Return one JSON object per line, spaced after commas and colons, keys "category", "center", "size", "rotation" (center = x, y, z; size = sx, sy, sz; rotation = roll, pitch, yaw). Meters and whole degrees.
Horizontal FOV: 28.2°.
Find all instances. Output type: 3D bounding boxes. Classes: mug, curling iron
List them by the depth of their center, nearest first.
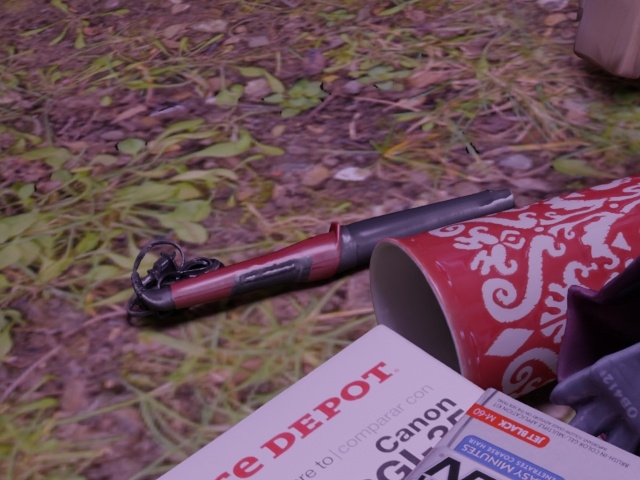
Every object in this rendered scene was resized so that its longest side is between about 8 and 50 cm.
{"category": "mug", "center": [0.121, 0.018, 0.749], "size": [0.169, 0.113, 0.150], "rotation": [-18, 39, -17]}
{"category": "curling iron", "center": [0.000, 0.000, 0.860], "size": [0.274, 0.035, 0.068], "rotation": [-15, 37, -6]}

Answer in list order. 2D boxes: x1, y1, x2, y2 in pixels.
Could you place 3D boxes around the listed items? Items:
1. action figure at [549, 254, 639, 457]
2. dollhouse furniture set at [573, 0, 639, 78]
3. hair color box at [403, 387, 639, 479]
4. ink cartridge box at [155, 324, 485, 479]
{"category": "action figure", "center": [0.281, 0.012, 0.573], "size": [0.370, 0.275, 0.248], "rotation": [-10, 36, -37]}
{"category": "dollhouse furniture set", "center": [0.346, -0.213, 0.785], "size": [0.362, 0.256, 0.394], "rotation": [4, 19, -19]}
{"category": "hair color box", "center": [0.053, 0.135, 0.455], "size": [0.093, 0.053, 0.167], "rotation": [22, 49, 33]}
{"category": "ink cartridge box", "center": [0.049, 0.184, 0.534], "size": [0.207, 0.117, 0.283], "rotation": [-33, 43, -27]}
